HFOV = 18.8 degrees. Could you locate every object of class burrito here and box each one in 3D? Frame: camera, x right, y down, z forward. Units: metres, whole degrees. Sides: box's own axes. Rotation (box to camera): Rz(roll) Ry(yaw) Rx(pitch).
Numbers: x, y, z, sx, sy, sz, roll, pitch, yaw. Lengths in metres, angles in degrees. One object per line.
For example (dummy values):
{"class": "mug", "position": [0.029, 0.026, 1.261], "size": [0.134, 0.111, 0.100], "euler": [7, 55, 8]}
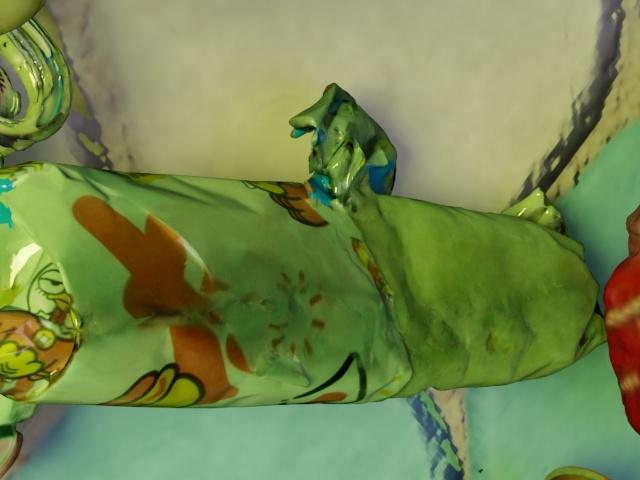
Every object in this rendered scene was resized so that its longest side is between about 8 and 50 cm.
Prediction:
{"class": "burrito", "position": [0.000, 0.000, 0.612], "size": [0.288, 0.054, 0.104], "euler": [4, 77, -46]}

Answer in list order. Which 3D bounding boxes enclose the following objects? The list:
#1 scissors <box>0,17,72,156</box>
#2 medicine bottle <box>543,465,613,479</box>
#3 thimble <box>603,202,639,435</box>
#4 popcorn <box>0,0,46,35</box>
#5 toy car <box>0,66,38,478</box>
{"class": "scissors", "position": [-0.132, -0.113, 0.520], "size": [0.187, 0.020, 0.133], "euler": [30, 60, -31]}
{"class": "medicine bottle", "position": [0.042, 0.169, 0.675], "size": [0.192, 0.096, 0.096], "euler": [-33, 117, -25]}
{"class": "thimble", "position": [0.197, 0.016, 0.708], "size": [0.189, 0.125, 0.163], "euler": [-27, 125, -51]}
{"class": "popcorn", "position": [-0.082, -0.164, 0.441], "size": [0.235, 0.181, 0.216], "euler": [43, 55, -16]}
{"class": "toy car", "position": [-0.122, 0.006, 0.549], "size": [0.069, 0.055, 0.142], "euler": [-8, 95, -45]}
